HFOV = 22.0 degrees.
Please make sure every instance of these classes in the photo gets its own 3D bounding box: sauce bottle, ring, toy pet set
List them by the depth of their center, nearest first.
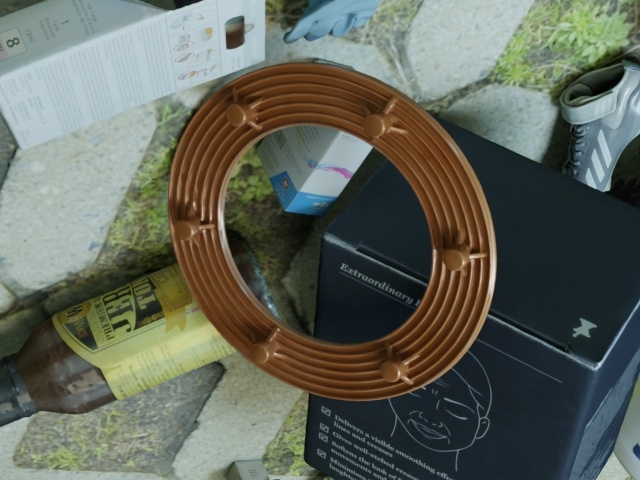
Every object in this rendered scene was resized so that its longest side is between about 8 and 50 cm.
[{"bbox_3d":[0.000,0.000,1.518,0.336,0.336,0.032,-56,170,34],"label":"ring"},{"bbox_3d":[-0.212,0.109,1.670,0.344,0.111,0.111,-24,143,-5],"label":"sauce bottle"},{"bbox_3d":[-0.089,0.329,2.041,0.122,0.065,0.114,0,136,-31],"label":"toy pet set"}]

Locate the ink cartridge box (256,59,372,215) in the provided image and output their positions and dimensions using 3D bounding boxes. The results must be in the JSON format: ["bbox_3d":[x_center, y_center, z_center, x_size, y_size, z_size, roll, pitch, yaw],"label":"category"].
[{"bbox_3d":[0.000,-0.097,1.562,0.052,0.088,0.122,7,132,-35],"label":"ink cartridge box"}]

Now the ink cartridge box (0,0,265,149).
[{"bbox_3d":[-0.164,-0.161,1.367,0.232,0.066,0.189,-26,168,-8],"label":"ink cartridge box"}]

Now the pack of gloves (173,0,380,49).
[{"bbox_3d":[-0.040,-0.216,1.394,0.195,0.046,0.232,-9,168,-12],"label":"pack of gloves"}]

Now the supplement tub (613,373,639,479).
[{"bbox_3d":[0.534,0.173,2.068,0.235,0.235,0.325,6,133,-35],"label":"supplement tub"}]

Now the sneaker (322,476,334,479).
[{"bbox_3d":[0.051,0.311,2.077,0.121,0.099,0.262,-8,139,-15],"label":"sneaker"}]

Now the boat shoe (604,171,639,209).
[{"bbox_3d":[0.360,-0.019,1.831,0.132,0.130,0.355,3,141,-27],"label":"boat shoe"}]

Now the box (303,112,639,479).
[{"bbox_3d":[0.164,0.118,1.698,0.212,0.293,0.395,-50,158,-35],"label":"box"}]

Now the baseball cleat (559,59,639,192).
[{"bbox_3d":[0.280,-0.110,1.739,0.109,0.072,0.206,18,122,-25],"label":"baseball cleat"}]
